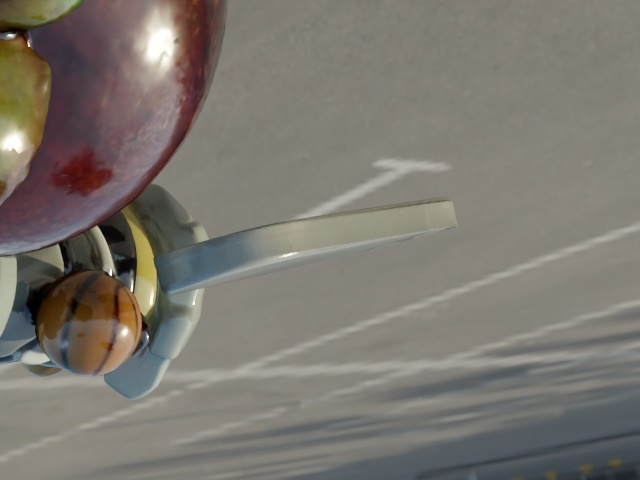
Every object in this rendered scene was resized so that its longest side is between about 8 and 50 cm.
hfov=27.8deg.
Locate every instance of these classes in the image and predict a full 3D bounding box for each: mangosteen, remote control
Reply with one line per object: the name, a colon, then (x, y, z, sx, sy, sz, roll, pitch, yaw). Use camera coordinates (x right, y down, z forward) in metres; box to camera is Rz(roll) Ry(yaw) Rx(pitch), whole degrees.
mangosteen: (-0.115, -0.081, 0.392, 0.200, 0.199, 0.200, -9, 167, -2)
remote control: (0.000, 0.000, 0.699, 0.077, 0.022, 0.245, -15, 178, 31)

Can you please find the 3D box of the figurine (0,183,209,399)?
figurine: (-0.152, 0.022, 0.735, 0.176, 0.133, 0.236, 25, -173, 18)
